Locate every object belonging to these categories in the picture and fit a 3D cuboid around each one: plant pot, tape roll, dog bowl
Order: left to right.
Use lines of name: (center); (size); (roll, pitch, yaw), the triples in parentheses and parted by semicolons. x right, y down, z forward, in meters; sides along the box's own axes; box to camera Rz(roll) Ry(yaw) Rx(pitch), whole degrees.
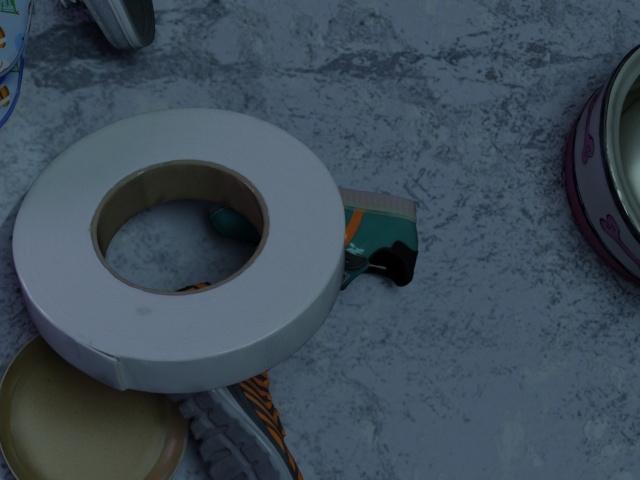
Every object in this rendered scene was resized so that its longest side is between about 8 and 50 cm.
plant pot: (-0.271, 0.211, 1.597); (0.236, 0.032, 0.236); (7, 73, -24)
tape roll: (-0.163, 0.003, 1.577); (0.392, 0.072, 0.392); (0, 51, 0)
dog bowl: (0.547, -0.099, 2.020); (0.408, 0.150, 0.408); (8, 72, -25)

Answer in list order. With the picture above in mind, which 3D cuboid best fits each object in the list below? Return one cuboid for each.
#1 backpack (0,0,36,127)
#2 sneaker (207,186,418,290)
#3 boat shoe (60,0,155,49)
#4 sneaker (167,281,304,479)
backpack: (-0.453, -0.230, 1.552); (0.276, 0.213, 0.263); (10, 81, -26)
sneaker: (0.000, 0.000, 1.748); (0.302, 0.108, 0.121); (4, 69, -26)
boat shoe: (-0.318, -0.377, 1.718); (0.320, 0.103, 0.118); (59, 19, -3)
sneaker: (-0.075, 0.186, 1.632); (0.180, 0.124, 0.321); (-34, 94, -46)
